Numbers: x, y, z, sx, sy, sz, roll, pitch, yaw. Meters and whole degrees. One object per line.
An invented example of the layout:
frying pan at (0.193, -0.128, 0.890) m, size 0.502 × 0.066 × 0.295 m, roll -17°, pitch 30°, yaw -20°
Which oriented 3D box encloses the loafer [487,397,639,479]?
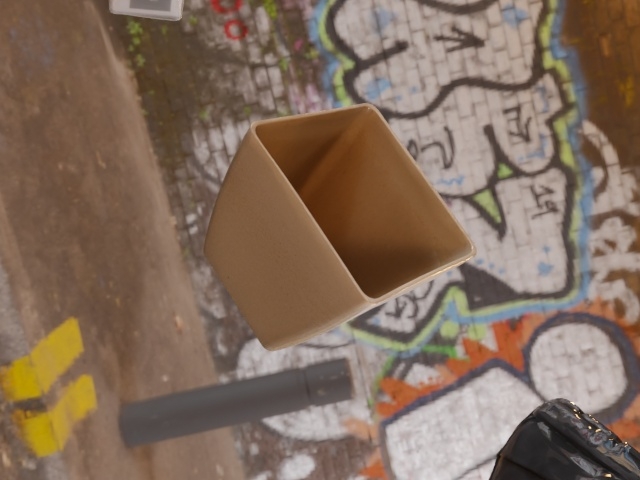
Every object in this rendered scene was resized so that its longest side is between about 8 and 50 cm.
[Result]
loafer at (0.131, 0.137, 0.316) m, size 0.076 × 0.078 × 0.223 m, roll 41°, pitch -1°, yaw -23°

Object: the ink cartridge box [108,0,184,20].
ink cartridge box at (-0.119, -0.342, 0.612) m, size 0.275 × 0.060 × 0.238 m, roll 110°, pitch -23°, yaw -49°

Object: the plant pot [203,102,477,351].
plant pot at (0.000, 0.000, 0.477) m, size 0.109 × 0.096 × 0.109 m, roll -20°, pitch 72°, yaw -49°
